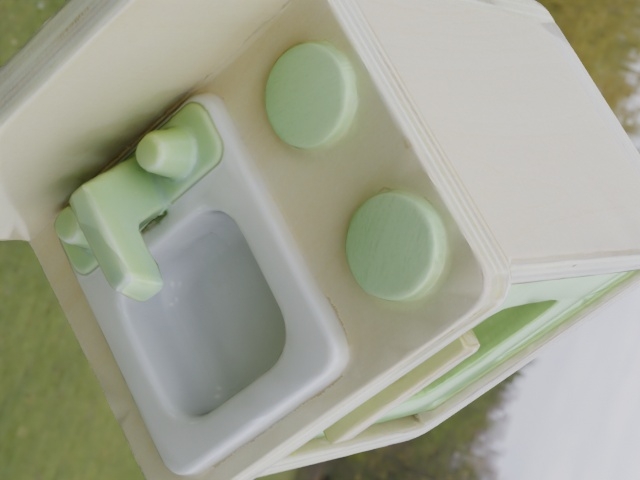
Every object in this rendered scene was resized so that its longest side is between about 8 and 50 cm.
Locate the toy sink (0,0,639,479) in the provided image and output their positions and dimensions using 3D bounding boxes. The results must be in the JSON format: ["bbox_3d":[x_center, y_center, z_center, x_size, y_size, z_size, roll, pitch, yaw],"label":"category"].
[{"bbox_3d":[0.000,0.000,0.538,0.153,0.131,0.234,-39,160,28],"label":"toy sink"}]
